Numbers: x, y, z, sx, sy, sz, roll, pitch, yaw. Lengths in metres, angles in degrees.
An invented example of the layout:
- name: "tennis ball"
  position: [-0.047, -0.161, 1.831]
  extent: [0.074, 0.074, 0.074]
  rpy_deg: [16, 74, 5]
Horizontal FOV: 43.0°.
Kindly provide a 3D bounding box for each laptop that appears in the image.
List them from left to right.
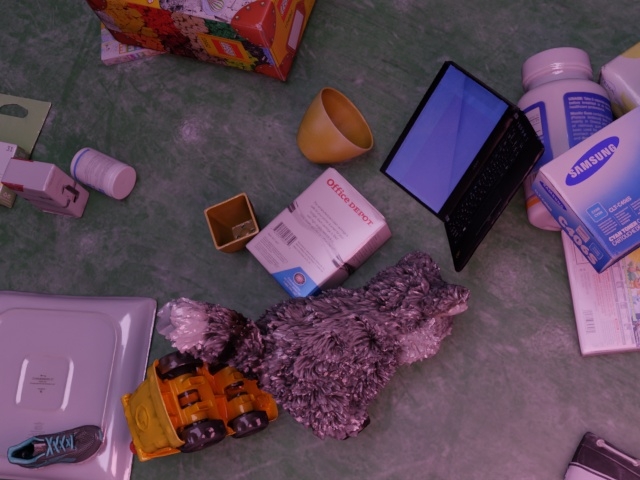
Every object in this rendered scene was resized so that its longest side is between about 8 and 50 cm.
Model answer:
- name: "laptop"
  position: [0.213, -0.126, 1.297]
  extent: [0.137, 0.264, 0.234]
  rpy_deg: [25, 116, -11]

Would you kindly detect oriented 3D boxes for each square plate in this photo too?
- name: "square plate"
  position: [-0.483, 0.259, 1.458]
  extent: [0.347, 0.049, 0.344]
  rpy_deg: [2, 73, 15]

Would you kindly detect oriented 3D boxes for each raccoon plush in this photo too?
- name: "raccoon plush"
  position: [0.027, 0.113, 1.186]
  extent: [0.299, 0.446, 0.216]
  rpy_deg: [-49, 54, 10]

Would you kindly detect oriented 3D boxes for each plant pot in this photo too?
- name: "plant pot"
  position: [-0.145, -0.022, 1.438]
  extent: [0.082, 0.083, 0.081]
  rpy_deg: [-23, 69, 6]
- name: "plant pot"
  position: [0.014, -0.189, 1.438]
  extent: [0.095, 0.134, 0.134]
  rpy_deg: [-36, 66, 29]

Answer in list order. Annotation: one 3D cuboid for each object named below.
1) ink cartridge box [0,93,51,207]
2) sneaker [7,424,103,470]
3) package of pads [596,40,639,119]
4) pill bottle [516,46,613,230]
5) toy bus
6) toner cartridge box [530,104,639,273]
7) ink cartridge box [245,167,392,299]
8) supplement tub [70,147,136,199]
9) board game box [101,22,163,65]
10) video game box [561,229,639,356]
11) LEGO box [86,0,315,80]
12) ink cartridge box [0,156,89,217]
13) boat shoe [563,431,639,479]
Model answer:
- name: "ink cartridge box"
  position: [-0.665, -0.195, 1.644]
  extent: [0.171, 0.056, 0.235]
  rpy_deg: [13, 79, 18]
- name: "sneaker"
  position: [-0.444, 0.347, 1.353]
  extent: [0.167, 0.076, 0.065]
  rpy_deg: [-19, 71, 8]
- name: "package of pads"
  position: [0.616, -0.215, 1.295]
  extent: [0.229, 0.101, 0.296]
  rpy_deg: [-33, 68, 1]
- name: "pill bottle"
  position: [0.395, -0.164, 1.308]
  extent: [0.152, 0.152, 0.272]
  rpy_deg: [-6, 71, 13]
- name: "toy bus"
  position: [-0.213, 0.282, 1.328]
  extent: [0.211, 0.220, 0.149]
  rpy_deg: [-40, 64, 36]
- name: "toner cartridge box"
  position: [0.496, -0.116, 1.167]
  extent: [0.348, 0.075, 0.165]
  rpy_deg: [-32, 72, -7]
- name: "ink cartridge box"
  position: [0.000, 0.000, 1.393]
  extent: [0.203, 0.086, 0.148]
  rpy_deg: [-42, 68, -2]
- name: "supplement tub"
  position: [-0.415, -0.128, 1.548]
  extent: [0.107, 0.071, 0.071]
  rpy_deg: [25, 81, 21]
- name: "board game box"
  position: [-0.370, -0.421, 1.651]
  extent: [0.154, 0.026, 0.103]
  rpy_deg: [-10, 72, 11]
- name: "video game box"
  position: [0.486, 0.070, 1.268]
  extent: [0.187, 0.048, 0.205]
  rpy_deg: [-8, 72, 14]
- name: "LEGO box"
  position: [-0.174, -0.598, 1.549]
  extent: [0.373, 0.193, 0.500]
  rpy_deg: [15, 76, 15]
- name: "ink cartridge box"
  position: [-0.515, -0.099, 1.531]
  extent: [0.099, 0.135, 0.056]
  rpy_deg: [10, 73, 17]
- name: "boat shoe"
  position: [0.505, 0.364, 1.140]
  extent: [0.306, 0.113, 0.105]
  rpy_deg: [19, 72, 35]
